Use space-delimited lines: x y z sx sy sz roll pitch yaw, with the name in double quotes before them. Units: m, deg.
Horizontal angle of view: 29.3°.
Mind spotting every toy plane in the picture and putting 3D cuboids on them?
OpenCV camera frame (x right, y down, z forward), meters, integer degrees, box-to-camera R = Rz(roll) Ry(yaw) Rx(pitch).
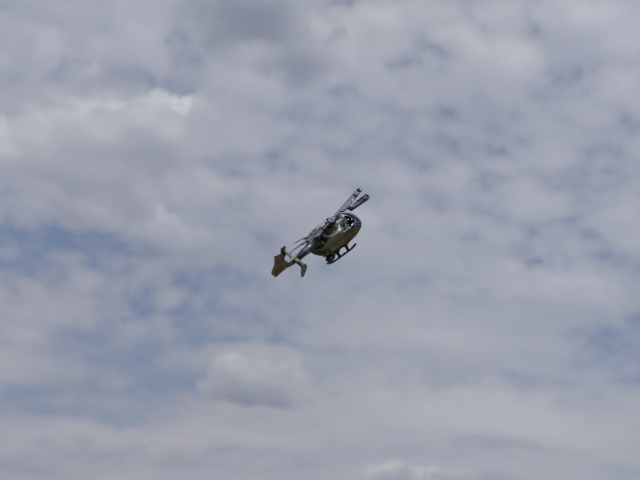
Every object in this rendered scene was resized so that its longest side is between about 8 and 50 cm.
"toy plane" 0.000 0.000 1.117 0.031 0.121 0.049 40 -30 25
